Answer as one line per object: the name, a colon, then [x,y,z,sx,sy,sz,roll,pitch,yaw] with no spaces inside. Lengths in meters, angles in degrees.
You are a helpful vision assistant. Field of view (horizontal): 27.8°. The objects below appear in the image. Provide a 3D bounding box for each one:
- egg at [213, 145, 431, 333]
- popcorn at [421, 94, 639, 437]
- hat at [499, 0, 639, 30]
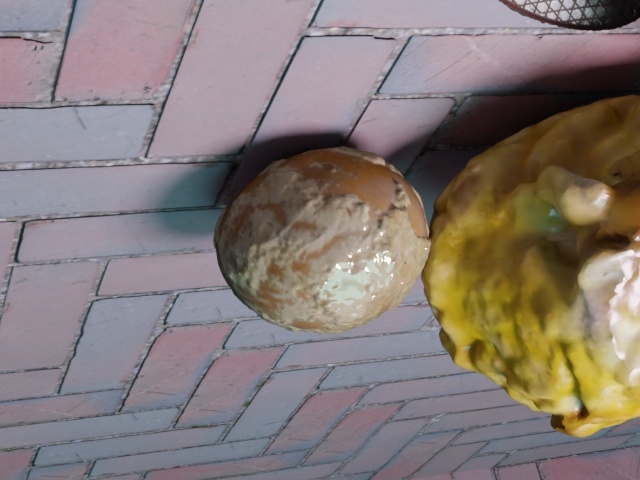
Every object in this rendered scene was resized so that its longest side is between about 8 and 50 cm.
egg: [0.000,0.000,1.396,0.245,0.203,0.203,-8,160,26]
popcorn: [0.320,0.018,1.426,0.390,0.344,0.354,-6,-151,47]
hat: [0.205,-0.266,1.089,0.193,0.082,0.193,26,163,9]
